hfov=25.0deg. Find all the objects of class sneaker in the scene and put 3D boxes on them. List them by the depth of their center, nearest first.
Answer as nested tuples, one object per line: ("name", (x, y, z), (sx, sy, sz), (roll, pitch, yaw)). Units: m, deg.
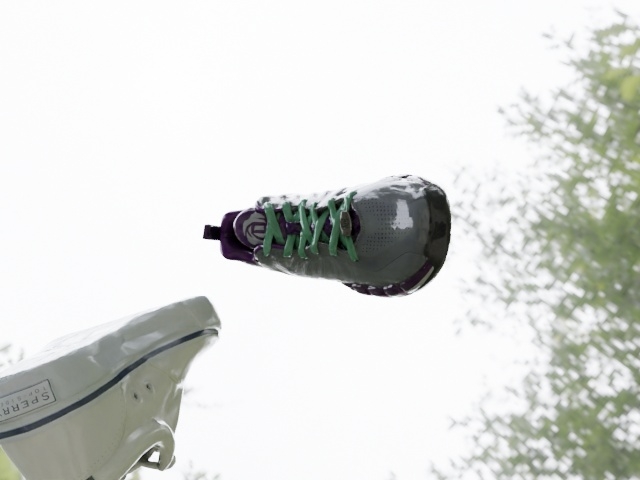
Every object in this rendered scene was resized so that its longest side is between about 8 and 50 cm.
("sneaker", (-0.120, 0.095, 0.854), (0.094, 0.258, 0.091), (-17, -87, 19))
("sneaker", (0.000, 0.000, 0.999), (0.098, 0.224, 0.083), (1, -95, -28))
